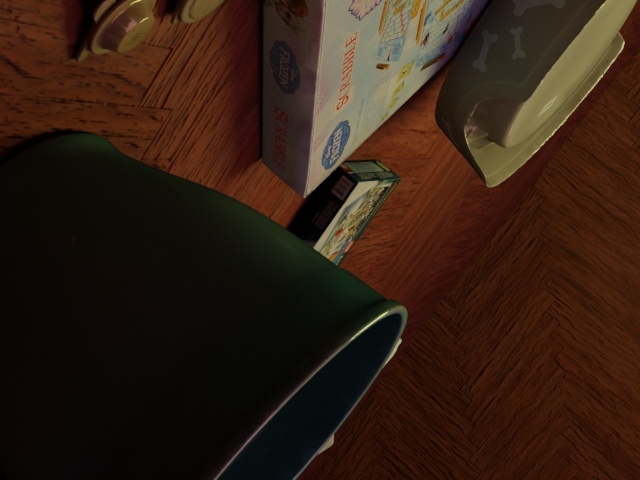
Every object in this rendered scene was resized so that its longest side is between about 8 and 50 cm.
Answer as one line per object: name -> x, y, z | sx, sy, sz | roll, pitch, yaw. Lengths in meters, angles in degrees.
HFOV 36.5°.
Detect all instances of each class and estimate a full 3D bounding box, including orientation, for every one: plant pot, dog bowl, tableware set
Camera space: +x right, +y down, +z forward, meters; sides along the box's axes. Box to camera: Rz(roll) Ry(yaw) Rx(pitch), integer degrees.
plant pot -> -0.124, 0.072, 0.669 | 0.271, 0.255, 0.272 | -46, 164, -17
dog bowl -> 0.268, -0.228, 1.137 | 0.349, 0.102, 0.349 | -45, 165, -15
tableware set -> -0.085, -0.172, 0.609 | 0.168, 0.020, 0.141 | -41, 177, -40

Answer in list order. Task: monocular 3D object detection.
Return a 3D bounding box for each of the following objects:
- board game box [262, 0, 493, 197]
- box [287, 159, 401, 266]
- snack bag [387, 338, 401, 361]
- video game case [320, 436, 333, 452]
board game box -> 0.075, -0.229, 0.887 | 0.318, 0.066, 0.319 | -45, 165, -21
box -> 0.000, 0.000, 1.274 | 0.233, 0.044, 0.159 | -55, 164, 18
snack bag -> -0.029, 0.281, 1.654 | 0.342, 0.037, 0.323 | -49, -169, -13
video game case -> -0.105, 0.245, 1.303 | 0.300, 0.036, 0.329 | -28, 141, -26
